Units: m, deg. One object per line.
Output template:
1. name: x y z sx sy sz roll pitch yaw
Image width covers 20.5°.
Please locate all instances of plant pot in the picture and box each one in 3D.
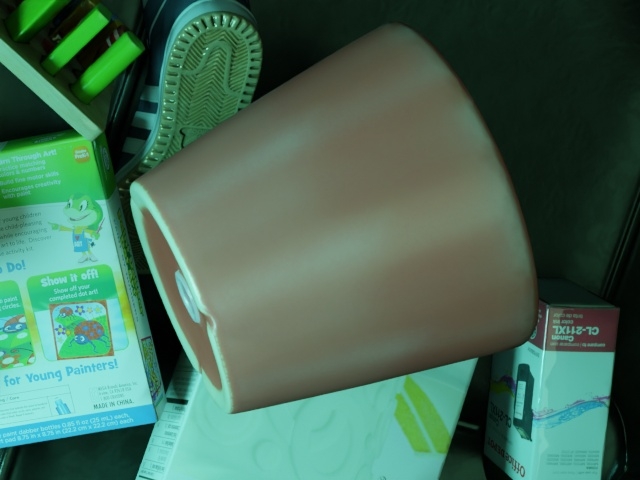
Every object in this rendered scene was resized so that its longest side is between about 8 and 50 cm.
1. plant pot: 0.000 0.000 1.371 0.243 0.275 0.275 -23 106 -13

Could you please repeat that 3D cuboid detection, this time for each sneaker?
1. sneaker: -0.122 -0.113 1.494 0.099 0.153 0.282 10 128 -20

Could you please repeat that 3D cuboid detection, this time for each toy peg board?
1. toy peg board: -0.207 -0.184 1.402 0.079 0.161 0.161 -41 110 16

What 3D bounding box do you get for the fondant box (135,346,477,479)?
1. fondant box: -0.017 0.174 1.532 0.238 0.096 0.330 22 81 -19

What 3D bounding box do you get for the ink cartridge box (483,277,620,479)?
1. ink cartridge box: 0.208 0.131 1.608 0.072 0.127 0.175 2 100 -15

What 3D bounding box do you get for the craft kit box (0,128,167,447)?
1. craft kit box: -0.274 0.047 1.451 0.249 0.061 0.247 -9 107 7
